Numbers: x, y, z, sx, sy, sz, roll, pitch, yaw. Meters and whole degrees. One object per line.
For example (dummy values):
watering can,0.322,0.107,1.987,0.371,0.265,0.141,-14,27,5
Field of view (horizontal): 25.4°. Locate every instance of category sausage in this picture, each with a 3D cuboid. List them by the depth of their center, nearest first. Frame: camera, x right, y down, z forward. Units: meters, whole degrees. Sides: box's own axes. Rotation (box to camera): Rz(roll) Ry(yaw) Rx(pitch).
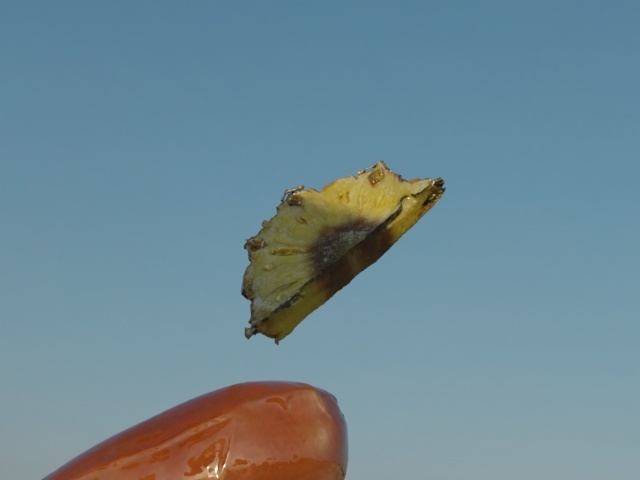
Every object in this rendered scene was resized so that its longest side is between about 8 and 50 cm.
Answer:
sausage,-0.100,0.182,1.001,0.258,0.133,0.133,-25,-18,4

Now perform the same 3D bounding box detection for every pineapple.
pineapple,0.000,0.000,0.486,0.045,0.083,0.019,31,-25,42
